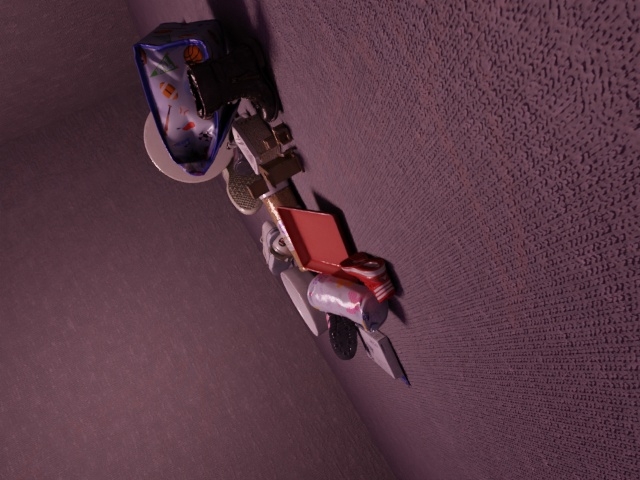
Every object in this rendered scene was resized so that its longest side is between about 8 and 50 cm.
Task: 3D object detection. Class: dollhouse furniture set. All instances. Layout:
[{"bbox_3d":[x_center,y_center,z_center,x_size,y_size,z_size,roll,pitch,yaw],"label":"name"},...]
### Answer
[{"bbox_3d":[-0.170,-0.249,1.478,0.101,0.182,0.161,42,159,54],"label":"dollhouse furniture set"}]

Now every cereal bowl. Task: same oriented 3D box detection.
[{"bbox_3d":[-0.041,0.257,2.201,0.339,0.141,0.339,55,166,21],"label":"cereal bowl"}]

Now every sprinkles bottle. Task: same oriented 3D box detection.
[{"bbox_3d":[-0.103,-0.065,1.770,0.355,0.121,0.121,61,167,-8],"label":"sprinkles bottle"}]

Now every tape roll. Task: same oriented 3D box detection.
[{"bbox_3d":[-0.565,-0.448,2.101,0.392,0.392,0.072,65,167,-22],"label":"tape roll"}]

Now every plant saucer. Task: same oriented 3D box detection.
[{"bbox_3d":[0.000,0.000,1.529,0.259,0.047,0.258,12,135,45],"label":"plant saucer"}]

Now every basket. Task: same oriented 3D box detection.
[{"bbox_3d":[-0.217,-0.333,1.654,0.167,0.103,0.113,57,167,17],"label":"basket"}]

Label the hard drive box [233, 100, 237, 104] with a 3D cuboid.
[{"bbox_3d":[-0.427,-0.536,1.720,0.181,0.232,0.089,61,168,0],"label":"hard drive box"}]

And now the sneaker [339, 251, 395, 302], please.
[{"bbox_3d":[0.130,0.111,1.344,0.128,0.087,0.221,64,168,-13],"label":"sneaker"}]

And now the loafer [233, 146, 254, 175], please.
[{"bbox_3d":[-0.308,-0.372,1.975,0.302,0.109,0.095,114,145,-67],"label":"loafer"}]

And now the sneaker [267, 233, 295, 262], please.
[{"bbox_3d":[-0.104,0.000,1.984,0.122,0.146,0.330,33,-172,4],"label":"sneaker"}]

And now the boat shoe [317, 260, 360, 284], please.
[{"bbox_3d":[0.037,0.099,1.656,0.302,0.091,0.114,54,166,26],"label":"boat shoe"}]

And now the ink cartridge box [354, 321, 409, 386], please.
[{"bbox_3d":[0.218,0.414,1.763,0.224,0.045,0.223,63,167,-15],"label":"ink cartridge box"}]

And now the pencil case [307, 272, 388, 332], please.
[{"bbox_3d":[0.081,0.184,1.474,0.273,0.113,0.124,16,117,48],"label":"pencil case"}]

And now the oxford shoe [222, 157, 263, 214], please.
[{"bbox_3d":[-0.361,-0.269,2.226,0.130,0.169,0.449,80,164,-49],"label":"oxford shoe"}]

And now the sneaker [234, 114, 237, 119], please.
[{"bbox_3d":[-0.369,-0.495,2.002,0.178,0.072,0.077,-16,92,69],"label":"sneaker"}]

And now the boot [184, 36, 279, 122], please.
[{"bbox_3d":[-0.237,-0.390,1.287,0.091,0.229,0.263,24,146,38],"label":"boot"}]

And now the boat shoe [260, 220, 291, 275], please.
[{"bbox_3d":[-0.250,0.028,2.520,0.156,0.135,0.367,51,162,33],"label":"boat shoe"}]

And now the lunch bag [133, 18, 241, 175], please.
[{"bbox_3d":[-0.369,-0.429,1.448,0.328,0.238,0.386,-92,-2,-58],"label":"lunch bag"}]

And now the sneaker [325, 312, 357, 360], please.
[{"bbox_3d":[0.078,0.290,1.845,0.131,0.112,0.319,-14,-89,-78],"label":"sneaker"}]

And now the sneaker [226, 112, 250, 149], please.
[{"bbox_3d":[-0.277,-0.345,1.791,0.229,0.132,0.086,62,167,-8],"label":"sneaker"}]
